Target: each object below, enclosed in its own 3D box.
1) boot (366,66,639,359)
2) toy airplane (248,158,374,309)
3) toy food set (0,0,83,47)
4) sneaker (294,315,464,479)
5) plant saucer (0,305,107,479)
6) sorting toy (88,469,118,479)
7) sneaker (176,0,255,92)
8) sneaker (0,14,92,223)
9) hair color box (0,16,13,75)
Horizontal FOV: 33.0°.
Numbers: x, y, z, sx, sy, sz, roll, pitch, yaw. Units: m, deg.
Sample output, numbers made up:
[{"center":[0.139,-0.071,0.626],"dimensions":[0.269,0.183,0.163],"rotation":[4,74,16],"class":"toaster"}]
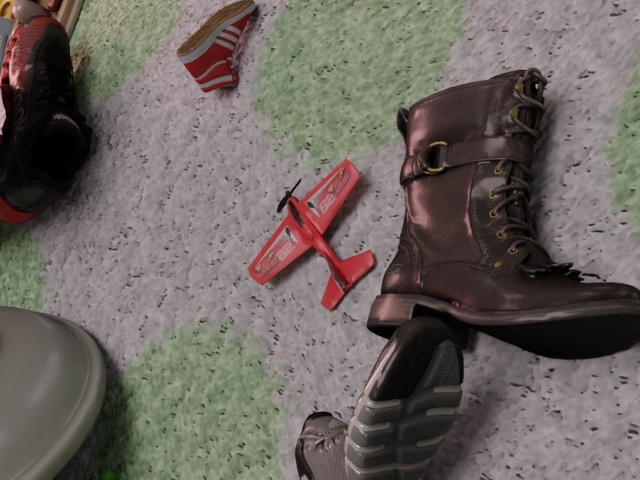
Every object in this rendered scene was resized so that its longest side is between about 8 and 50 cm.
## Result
[{"center":[0.144,-0.031,0.840],"dimensions":[0.263,0.091,0.229],"rotation":[-1,69,41],"class":"boot"},{"center":[0.000,0.000,0.998],"dimensions":[0.151,0.028,0.151],"rotation":[-19,60,37],"class":"toy airplane"},{"center":[-0.419,-0.370,1.507],"dimensions":[0.219,0.092,0.306],"rotation":[9,76,44],"class":"toy food set"},{"center":[0.028,0.145,0.836],"dimensions":[0.132,0.086,0.229],"rotation":[39,120,54],"class":"sneaker"},{"center":[-0.422,0.167,1.096],"dimensions":[0.400,0.100,0.400],"rotation":[-12,29,7],"class":"plant saucer"},{"center":[-0.325,0.217,1.160],"dimensions":[0.126,0.127,0.365],"rotation":[-46,40,-18],"class":"sorting toy"},{"center":[-0.103,-0.212,1.190],"dimensions":[0.042,0.067,0.118],"rotation":[7,46,46],"class":"sneaker"},{"center":[-0.337,-0.159,1.332],"dimensions":[0.135,0.097,0.276],"rotation":[-12,66,39],"class":"sneaker"},{"center":[-0.470,-0.113,1.313],"dimensions":[0.374,0.113,0.185],"rotation":[141,137,-58],"class":"hair color box"}]
